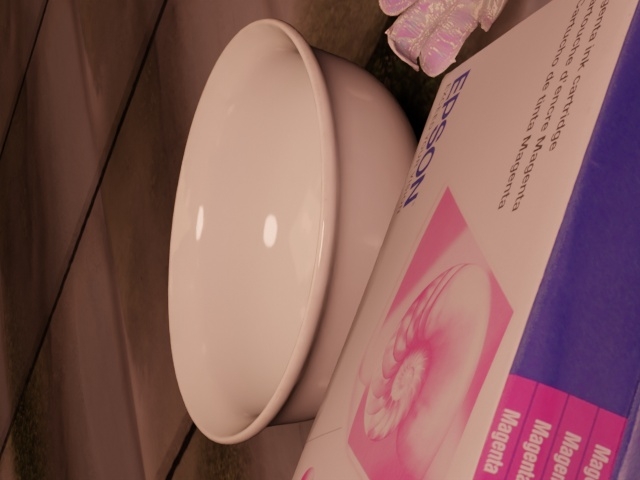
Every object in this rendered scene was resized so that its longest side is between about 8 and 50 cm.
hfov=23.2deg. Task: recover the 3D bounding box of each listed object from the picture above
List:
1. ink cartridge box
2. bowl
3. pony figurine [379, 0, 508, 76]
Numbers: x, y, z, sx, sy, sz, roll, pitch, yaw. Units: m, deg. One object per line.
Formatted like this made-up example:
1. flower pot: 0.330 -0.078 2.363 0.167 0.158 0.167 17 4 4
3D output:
1. ink cartridge box: 0.110 0.005 0.779 0.330 0.071 0.324 -35 30 62
2. bowl: 0.000 0.000 1.098 0.298 0.134 0.297 -173 90 -67
3. pony figurine: 0.088 -0.302 0.859 0.351 0.303 0.363 -55 21 -7
